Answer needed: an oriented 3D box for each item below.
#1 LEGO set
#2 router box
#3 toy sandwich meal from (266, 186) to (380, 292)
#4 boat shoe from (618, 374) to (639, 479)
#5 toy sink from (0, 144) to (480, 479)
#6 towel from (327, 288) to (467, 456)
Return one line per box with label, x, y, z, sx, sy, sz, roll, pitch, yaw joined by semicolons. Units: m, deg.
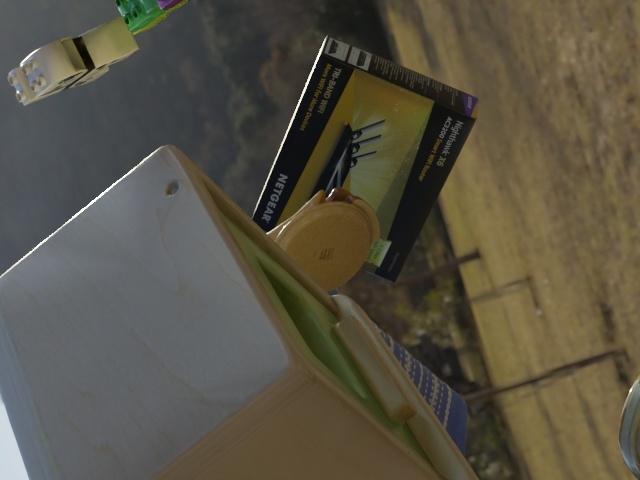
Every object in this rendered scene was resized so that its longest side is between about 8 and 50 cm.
LEGO set;-0.112;-0.126;0.584;0.227;0.093;0.087;-18;98;55
router box;0.061;-0.115;1.904;0.081;0.243;0.309;-75;7;-59
toy sandwich meal;0.000;0.000;0.884;0.029;0.086;0.085;52;163;47
boat shoe;0.358;0.189;1.080;0.098;0.109;0.302;13;163;49
toy sink;-0.024;0.091;0.606;0.234;0.131;0.153;47;-173;-45
towel;0.064;0.210;1.183;0.336;0.040;0.243;43;-130;-54
